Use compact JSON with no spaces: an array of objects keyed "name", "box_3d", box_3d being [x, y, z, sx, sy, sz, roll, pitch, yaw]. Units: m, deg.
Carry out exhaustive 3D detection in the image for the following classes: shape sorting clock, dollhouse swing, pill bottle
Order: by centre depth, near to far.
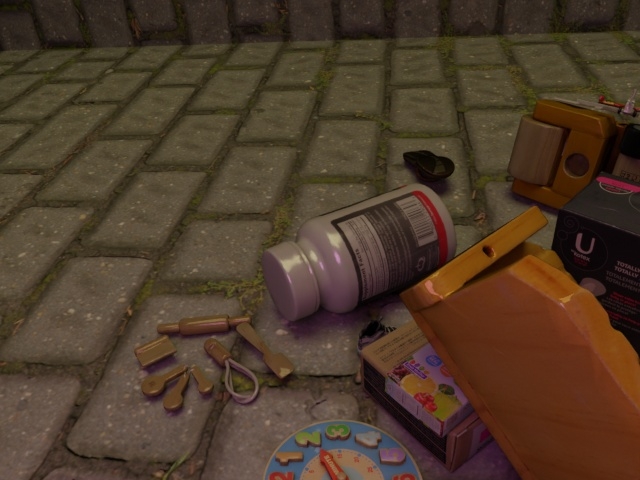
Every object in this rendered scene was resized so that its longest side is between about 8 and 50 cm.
[{"name":"dollhouse swing","box_3d":[0.305,0.120,0.614,0.315,0.305,0.347,-29,80,-29]},{"name":"shape sorting clock","box_3d":[0.028,0.310,0.735,0.206,0.040,0.206,-3,35,2]},{"name":"pill bottle","box_3d":[0.065,0.024,1.029,0.318,0.176,0.176,-20,37,-22]}]

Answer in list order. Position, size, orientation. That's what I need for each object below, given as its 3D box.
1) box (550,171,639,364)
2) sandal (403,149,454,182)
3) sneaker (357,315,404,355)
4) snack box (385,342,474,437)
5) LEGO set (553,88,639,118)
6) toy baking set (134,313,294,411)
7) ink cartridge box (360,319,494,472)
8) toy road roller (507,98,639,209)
[{"name":"box","box_3d":[0.432,0.064,0.845,0.165,0.270,0.143,27,46,37]},{"name":"sandal","box_3d":[0.257,-0.174,1.411,0.090,0.060,0.219,-6,19,-13]},{"name":"sneaker","box_3d":[0.103,0.145,0.941,0.098,0.069,0.038,-25,40,-27]},{"name":"snack box","box_3d":[0.168,0.178,0.760,0.141,0.037,0.100,-27,42,-29]},{"name":"LEGO set","box_3d":[0.628,-0.276,1.183,0.182,0.060,0.244,4,21,-22]},{"name":"toy baking set","box_3d":[-0.175,0.192,0.945,0.256,0.030,0.197,-8,37,-5]},{"name":"ink cartridge box","box_3d":[0.206,0.189,0.849,0.234,0.088,0.193,-24,40,-26]},{"name":"toy road roller","box_3d":[0.602,-0.175,1.255,0.329,0.202,0.240,27,32,34]}]
